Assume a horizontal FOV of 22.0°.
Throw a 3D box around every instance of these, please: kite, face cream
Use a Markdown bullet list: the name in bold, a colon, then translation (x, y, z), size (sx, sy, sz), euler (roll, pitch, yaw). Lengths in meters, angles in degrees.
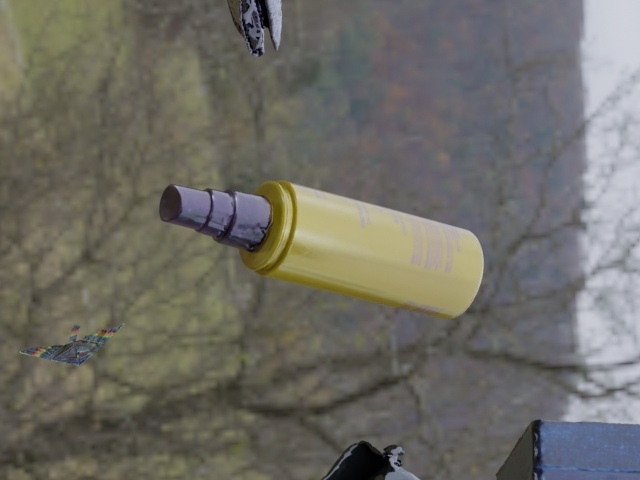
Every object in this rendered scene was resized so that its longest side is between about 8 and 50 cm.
- **kite**: translation (-0.278, 0.120, 1.851), size (0.090, 0.122, 0.004), euler (98, -24, -55)
- **face cream**: translation (0.000, 0.000, 1.305), size (0.078, 0.273, 0.078), euler (-32, -129, 51)

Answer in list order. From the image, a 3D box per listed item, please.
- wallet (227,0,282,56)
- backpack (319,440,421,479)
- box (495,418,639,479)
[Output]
- **wallet**: translation (-0.052, -0.196, 0.892), size (0.111, 0.030, 0.165), euler (81, -5, -65)
- **backpack**: translation (0.011, 0.203, 0.901), size (0.120, 0.106, 0.165), euler (-55, 179, 36)
- **box**: translation (0.333, 0.269, 1.668), size (0.261, 0.279, 0.116), euler (94, -3, -68)
